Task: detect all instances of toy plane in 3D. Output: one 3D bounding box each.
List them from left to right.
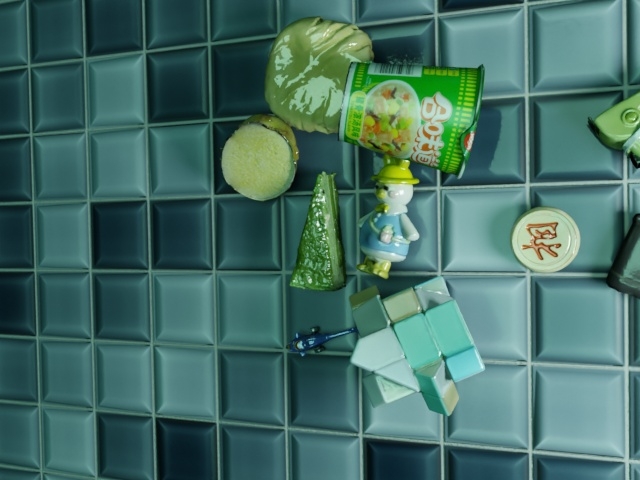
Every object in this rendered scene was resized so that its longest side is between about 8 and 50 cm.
[{"bbox_3d":[0.007,0.201,1.361,0.167,0.062,0.054,-16,86,10],"label":"toy plane"}]

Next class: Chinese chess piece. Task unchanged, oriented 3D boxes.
[{"bbox_3d":[0.408,-0.002,1.211,0.122,0.051,0.122,1,92,19],"label":"Chinese chess piece"}]

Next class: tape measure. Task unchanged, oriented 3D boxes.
[{"bbox_3d":[0.575,-0.197,1.124,0.177,0.087,0.154,-35,68,16],"label":"tape measure"}]

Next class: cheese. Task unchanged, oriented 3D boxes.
[{"bbox_3d":[0.003,-0.324,1.320,0.213,0.117,0.226,21,104,14],"label":"cheese"}]

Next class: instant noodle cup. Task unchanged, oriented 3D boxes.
[{"bbox_3d":[0.155,-0.230,1.185,0.232,0.207,0.207,11,96,4],"label":"instant noodle cup"}]

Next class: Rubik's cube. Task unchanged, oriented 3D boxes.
[{"bbox_3d":[0.166,0.197,1.223,0.212,0.224,0.266,-24,81,3],"label":"Rubik's cube"}]

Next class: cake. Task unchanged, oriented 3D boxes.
[{"bbox_3d":[-0.012,-0.017,1.337,0.099,0.100,0.236,-5,91,20],"label":"cake"}]

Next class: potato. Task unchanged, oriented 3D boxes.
[{"bbox_3d":[-0.119,-0.177,1.356,0.164,0.081,0.200,26,133,-3],"label":"potato"}]

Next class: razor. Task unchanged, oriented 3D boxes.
[{"bbox_3d":[0.564,0.027,1.154,0.090,0.054,0.148,21,99,14],"label":"razor"}]

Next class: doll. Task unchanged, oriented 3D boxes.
[{"bbox_3d":[0.132,-0.049,1.288,0.098,0.135,0.241,7,96,-9],"label":"doll"}]
